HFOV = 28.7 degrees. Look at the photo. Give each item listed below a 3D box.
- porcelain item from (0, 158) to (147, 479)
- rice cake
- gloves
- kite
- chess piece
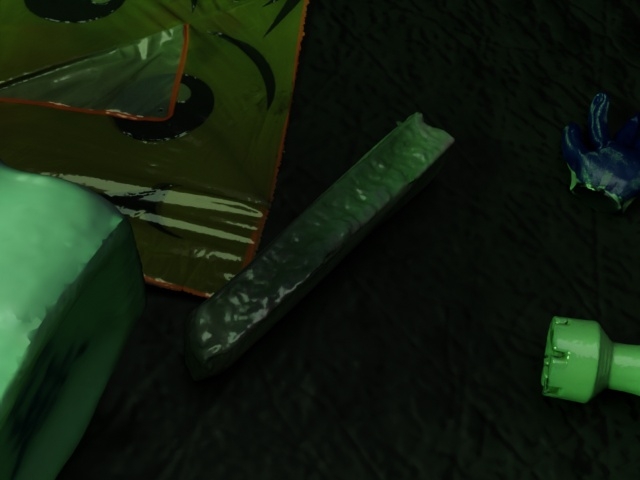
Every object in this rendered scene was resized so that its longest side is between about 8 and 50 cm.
[{"bbox_3d":[-0.277,-0.028,0.489,0.405,0.242,0.178,24,71,3],"label":"porcelain item"},{"bbox_3d":[0.000,0.000,0.648,0.036,0.047,0.207,36,53,16],"label":"rice cake"},{"bbox_3d":[0.173,-0.054,0.739,0.064,0.026,0.086,32,53,15],"label":"gloves"},{"bbox_3d":[-0.136,-0.110,0.721,0.328,0.013,0.377,-24,63,-27],"label":"kite"},{"bbox_3d":[0.165,0.065,0.626,0.103,0.067,0.067,9,51,5],"label":"chess piece"}]
